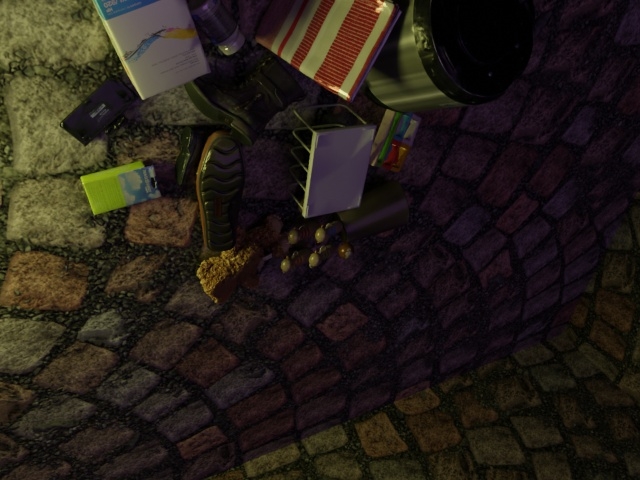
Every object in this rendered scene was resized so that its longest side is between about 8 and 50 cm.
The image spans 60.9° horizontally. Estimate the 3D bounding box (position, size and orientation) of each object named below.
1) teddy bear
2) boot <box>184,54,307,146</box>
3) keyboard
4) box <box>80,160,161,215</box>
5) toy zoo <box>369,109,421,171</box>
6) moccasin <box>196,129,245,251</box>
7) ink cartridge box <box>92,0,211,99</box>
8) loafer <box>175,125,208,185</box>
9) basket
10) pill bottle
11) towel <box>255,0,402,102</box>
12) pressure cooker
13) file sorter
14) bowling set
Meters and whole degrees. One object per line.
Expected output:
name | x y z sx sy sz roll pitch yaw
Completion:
teddy bear | -0.243 0.050 1.752 0.338 0.113 0.245 -48 144 0
boot | -0.191 -0.390 1.389 0.263 0.091 0.229 41 74 -12
keyboard | -0.522 -0.303 1.306 0.180 0.023 0.108 -41 131 4
box | -0.521 -0.141 1.430 0.178 0.042 0.109 -19 135 -20
toy zoo | 0.241 -0.314 1.706 0.293 0.030 0.192 -3 117 -64
moccasin | -0.277 -0.145 1.533 0.139 0.147 0.380 -7 135 -11
ink cartridge box | -0.367 -0.459 1.161 0.168 0.171 0.232 -27 136 -11
loafer | -0.346 -0.223 1.465 0.061 0.062 0.170 -1 128 -39
basket | 0.166 -0.090 1.858 0.227 0.154 0.204 -21 152 -12
pill bottle | -0.241 -0.508 1.272 0.078 0.078 0.137 -40 137 3
towel | 0.004 -0.503 1.267 0.037 0.329 0.237 -9 134 -57
pressure cooker | 0.264 -0.510 1.382 0.370 0.420 0.375 39 78 -28
file sorter | 0.017 -0.240 1.606 0.193 0.173 0.277 -13 132 -26
bowling set | 0.000 0.000 1.751 0.154 0.200 0.287 -28 135 -51
